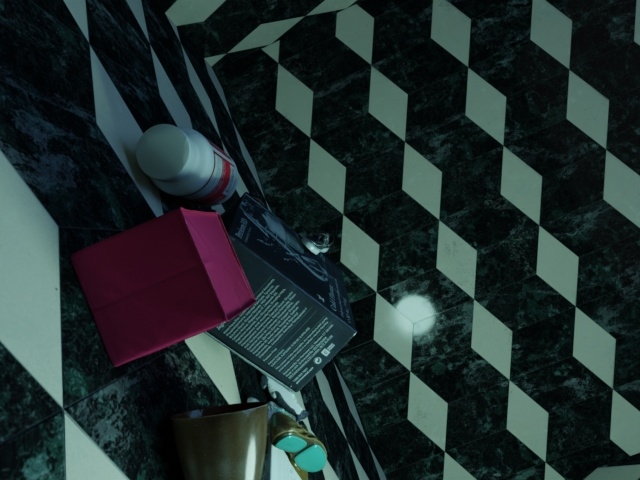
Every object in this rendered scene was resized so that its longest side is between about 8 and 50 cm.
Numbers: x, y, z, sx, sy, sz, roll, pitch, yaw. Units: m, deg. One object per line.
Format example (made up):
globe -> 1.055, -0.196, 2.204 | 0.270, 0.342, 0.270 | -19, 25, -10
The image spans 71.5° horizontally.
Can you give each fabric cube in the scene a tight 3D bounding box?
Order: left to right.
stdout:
fabric cube -> -0.336, 0.092, 1.006 | 0.254, 0.258, 0.259 | -6, 73, -84

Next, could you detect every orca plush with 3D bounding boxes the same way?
orca plush -> -0.150, 0.564, 1.702 | 0.287, 0.151, 0.102 | 44, -41, 10

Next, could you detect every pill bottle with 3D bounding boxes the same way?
pill bottle -> -0.450, -0.255, 1.536 | 0.408, 0.229, 0.229 | 28, 39, -82

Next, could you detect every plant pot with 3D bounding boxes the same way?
plant pot -> -0.213, 0.492, 0.978 | 0.215, 0.216, 0.230 | 50, 32, -73
plant pot -> -0.098, 0.798, 1.616 | 0.236, 0.032, 0.236 | -23, 90, -85

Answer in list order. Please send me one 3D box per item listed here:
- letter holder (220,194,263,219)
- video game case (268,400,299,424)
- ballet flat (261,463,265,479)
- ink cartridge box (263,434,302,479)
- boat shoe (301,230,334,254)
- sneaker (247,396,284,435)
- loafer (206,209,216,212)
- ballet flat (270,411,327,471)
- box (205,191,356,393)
letter holder -> -0.318, -0.072, 1.995 | 0.152, 0.214, 0.302 | 50, 3, 7
video game case -> -0.113, 0.695, 1.650 | 0.190, 0.022, 0.173 | 53, 1, 35
ballet flat -> -0.187, 0.673, 1.235 | 0.173, 0.058, 0.049 | -96, -157, -71
ink cartridge box -> -0.120, 0.772, 1.339 | 0.275, 0.060, 0.238 | -102, 169, -69
boat shoe -> 0.000, 0.000, 1.597 | 0.080, 0.076, 0.228 | 45, 10, 16
sneaker -> -0.170, 0.578, 1.486 | 0.080, 0.094, 0.212 | -105, 170, -51
loafer -> -0.420, -0.046, 1.748 | 0.220, 0.080, 0.078 | -105, 170, -58
ballet flat -> -0.076, 0.657, 1.473 | 0.342, 0.116, 0.124 | 55, 3, -43
box -> -0.171, 0.143, 1.448 | 0.472, 0.297, 0.480 | 38, 13, -15
